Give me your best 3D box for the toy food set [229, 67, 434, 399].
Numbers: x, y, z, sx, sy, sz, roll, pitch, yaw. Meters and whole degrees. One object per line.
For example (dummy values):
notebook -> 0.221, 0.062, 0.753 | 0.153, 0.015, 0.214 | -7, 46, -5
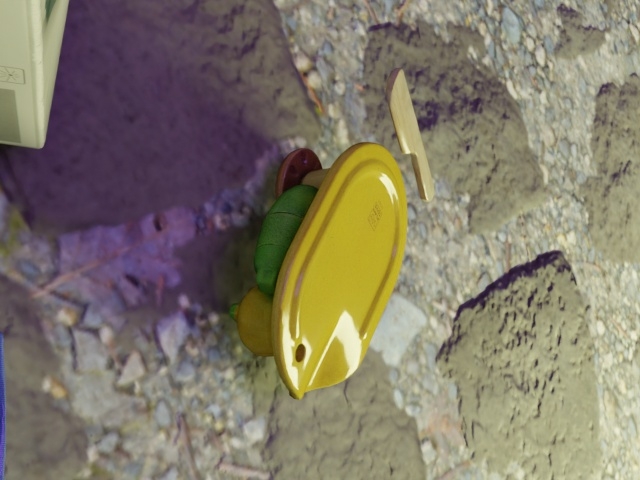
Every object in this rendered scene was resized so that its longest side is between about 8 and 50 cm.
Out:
toy food set -> 0.000, 0.000, 0.623 | 0.218, 0.071, 0.128 | -63, 145, -28

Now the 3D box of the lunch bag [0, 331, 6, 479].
lunch bag -> -0.208, 0.114, 0.388 | 0.129, 0.096, 0.151 | 8, 67, -41

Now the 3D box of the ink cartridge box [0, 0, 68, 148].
ink cartridge box -> -0.132, -0.209, 0.388 | 0.066, 0.296, 0.261 | 7, 76, -14
